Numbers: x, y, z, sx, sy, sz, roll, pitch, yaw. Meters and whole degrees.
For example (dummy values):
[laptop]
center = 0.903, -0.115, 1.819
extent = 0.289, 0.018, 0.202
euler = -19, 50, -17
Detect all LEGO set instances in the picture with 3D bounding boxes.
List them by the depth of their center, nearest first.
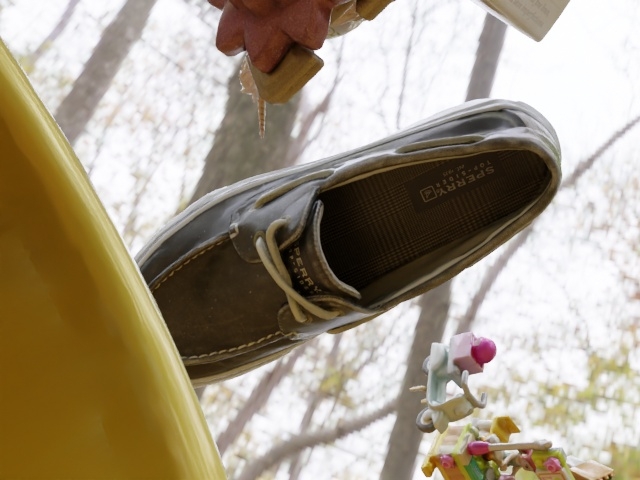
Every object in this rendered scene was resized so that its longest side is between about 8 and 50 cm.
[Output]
[LEGO set]
center = 0.183, 0.186, 1.169
extent = 0.107, 0.132, 0.287
euler = -10, -34, 36

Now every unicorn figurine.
[unicorn figurine]
center = -0.002, -0.152, 1.048
extent = 0.060, 0.111, 0.162
euler = 48, -23, 0

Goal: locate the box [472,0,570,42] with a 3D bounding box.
[box]
center = 0.113, -0.243, 0.914
extent = 0.119, 0.181, 0.182
euler = 37, -81, 26

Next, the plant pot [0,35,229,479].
[plant pot]
center = -0.172, 0.047, 0.270
extent = 0.239, 0.254, 0.254
euler = -30, -66, 7

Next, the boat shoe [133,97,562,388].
[boat shoe]
center = 0.000, 0.000, 0.967
extent = 0.335, 0.119, 0.121
euler = -29, -83, 6

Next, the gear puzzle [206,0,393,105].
[gear puzzle]
center = -0.018, -0.224, 0.608
extent = 0.044, 0.339, 0.175
euler = 25, -56, -41
